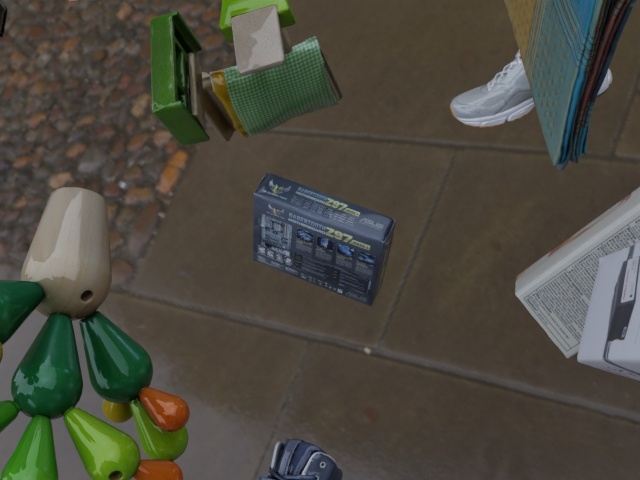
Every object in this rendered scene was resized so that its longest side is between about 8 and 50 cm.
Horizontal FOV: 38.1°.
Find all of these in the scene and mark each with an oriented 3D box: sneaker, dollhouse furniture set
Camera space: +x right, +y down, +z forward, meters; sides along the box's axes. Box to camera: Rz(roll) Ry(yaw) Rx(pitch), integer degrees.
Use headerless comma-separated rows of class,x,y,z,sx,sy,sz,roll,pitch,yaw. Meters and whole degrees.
sneaker,0.332,-0.275,1.514,0.262,0.121,0.099,-16,32,14
sneaker,-0.069,0.270,0.910,0.086,0.226,0.164,6,78,47
dollhouse furniture set,-0.086,-0.193,1.294,0.197,0.301,0.151,-14,65,11

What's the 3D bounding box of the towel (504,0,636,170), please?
towel,0.251,-0.300,0.993,0.040,0.271,0.370,-3,52,-3

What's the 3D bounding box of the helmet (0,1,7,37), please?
helmet,-0.448,-0.235,1.021,0.169,0.169,0.162,32,85,44

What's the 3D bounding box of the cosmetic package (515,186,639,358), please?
cosmetic package,0.492,0.045,1.570,0.296,0.153,0.129,-37,3,18

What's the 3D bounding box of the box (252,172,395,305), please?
box,0.000,0.000,1.554,0.232,0.183,0.059,20,54,11

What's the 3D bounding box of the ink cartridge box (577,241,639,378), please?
ink cartridge box,0.393,0.087,0.868,0.223,0.307,0.129,16,84,5

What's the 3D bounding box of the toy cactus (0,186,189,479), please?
toy cactus,-0.150,0.061,0.516,0.112,0.219,0.181,-22,54,38
